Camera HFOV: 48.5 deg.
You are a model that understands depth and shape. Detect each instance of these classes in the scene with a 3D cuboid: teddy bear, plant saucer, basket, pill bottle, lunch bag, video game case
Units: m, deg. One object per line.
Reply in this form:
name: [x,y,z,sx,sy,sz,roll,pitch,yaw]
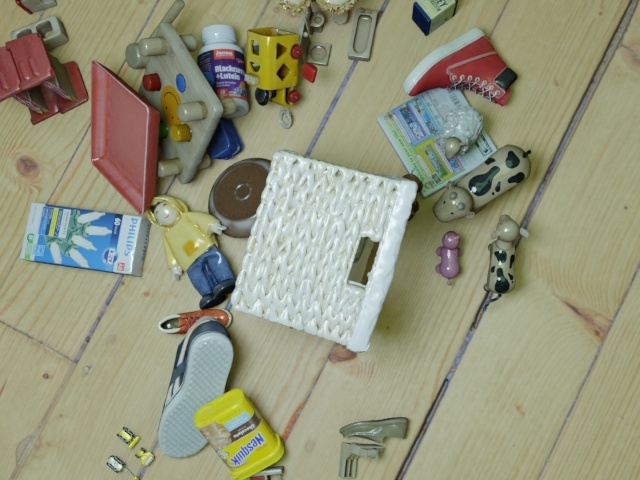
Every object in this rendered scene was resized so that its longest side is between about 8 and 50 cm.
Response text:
teddy bear: [-0.020,-0.561,1.549,0.245,0.113,0.338,-16,40,-12]
plant saucer: [-0.166,-0.102,1.576,0.199,0.036,0.198,-7,66,16]
basket: [0.000,0.000,1.392,0.267,0.331,0.328,17,95,-3]
plant saucer: [-0.422,-0.226,1.542,0.048,0.259,0.258,-18,44,-37]
pill bottle: [-0.223,-0.382,1.612,0.108,0.108,0.193,-7,82,5]
lunch bag: [-0.221,-0.228,1.613,0.067,0.065,0.098,-26,82,27]
video game case: [0.261,-0.231,1.588,0.193,0.023,0.212,-30,82,1]

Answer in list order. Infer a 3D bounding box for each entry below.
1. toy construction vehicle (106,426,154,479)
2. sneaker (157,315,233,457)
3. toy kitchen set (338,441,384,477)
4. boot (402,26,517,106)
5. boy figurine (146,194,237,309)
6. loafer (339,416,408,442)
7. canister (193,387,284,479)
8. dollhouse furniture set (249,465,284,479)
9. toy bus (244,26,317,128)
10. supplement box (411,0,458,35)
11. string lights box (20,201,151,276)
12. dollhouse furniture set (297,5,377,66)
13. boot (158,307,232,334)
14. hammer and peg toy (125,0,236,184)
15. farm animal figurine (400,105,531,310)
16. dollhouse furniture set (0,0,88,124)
toy construction vehicle: [-0.419,0.472,1.564,0.098,0.035,0.086,36,76,6]
sneaker: [-0.263,0.311,1.528,0.126,0.127,0.321,16,110,-20]
toy kitchen set: [0.092,0.467,1.495,0.068,0.083,0.075,11,82,-35]
boot: [0.311,-0.340,1.542,0.244,0.088,0.176,-34,83,-20]
boy figurine: [-0.281,0.005,1.567,0.177,0.092,0.285,-38,77,23]
loafer: [0.114,0.405,1.503,0.148,0.056,0.050,-8,76,5]
canister: [-0.171,0.403,1.482,0.126,0.073,0.169,-29,115,2]
dollhouse furniture set: [-0.137,0.578,1.469,0.129,0.129,0.183,-8,83,5]
toy bus: [-0.113,-0.363,1.548,0.104,0.191,0.202,-19,79,-38]
supplement box: [0.256,-0.518,1.594,0.083,0.083,0.056,-37,82,-1]
string lights box: [-0.528,-0.001,1.610,0.260,0.077,0.133,7,82,6]
dollhouse furniture set: [0.040,-0.473,1.590,0.151,0.123,0.144,10,84,7]
boot: [-0.276,0.181,1.558,0.158,0.084,0.059,-9,80,3]
hammer and peg toy: [-0.336,-0.335,1.538,0.127,0.266,0.361,-17,67,-37]
farm animal figurine: [0.323,-0.073,1.470,0.330,0.172,0.326,38,90,4]
dollhouse furniture set: [-0.689,-0.477,1.625,0.152,0.201,0.373,-22,82,3]
